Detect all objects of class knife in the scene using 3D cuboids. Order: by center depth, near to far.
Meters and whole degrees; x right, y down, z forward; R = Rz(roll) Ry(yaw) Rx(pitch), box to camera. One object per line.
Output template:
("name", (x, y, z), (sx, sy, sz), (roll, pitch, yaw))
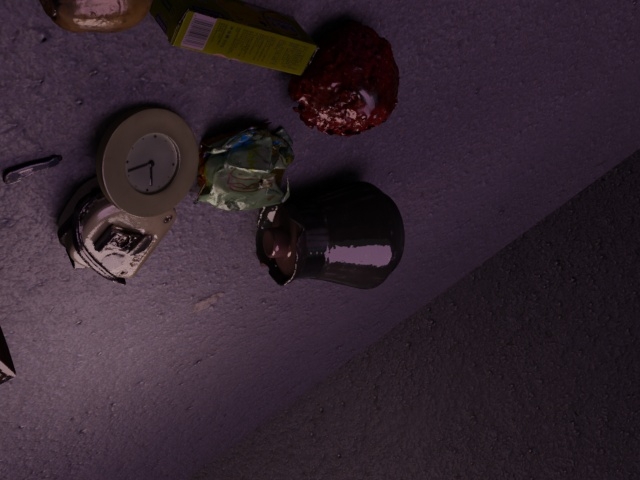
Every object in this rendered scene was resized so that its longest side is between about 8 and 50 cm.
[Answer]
("knife", (-0.572, -0.143, 1.376), (0.121, 0.018, 0.031), (-22, 140, -22))

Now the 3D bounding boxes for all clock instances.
("clock", (-0.357, -0.163, 1.447), (0.235, 0.029, 0.235), (-23, 123, -40))

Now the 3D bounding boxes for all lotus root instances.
("lotus root", (-0.345, -0.409, 1.137), (0.221, 0.118, 0.125), (-18, 162, -22))

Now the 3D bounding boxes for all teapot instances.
("teapot", (0.000, 0.000, 1.926), (0.362, 0.305, 0.376), (-3, 167, -30))

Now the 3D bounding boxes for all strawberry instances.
("strawberry", (0.070, -0.338, 1.541), (0.274, 0.220, 0.274), (-23, 143, -19))

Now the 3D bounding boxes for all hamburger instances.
("hamburger", (-0.159, -0.152, 1.641), (0.276, 0.150, 0.260), (-5, 140, -42))

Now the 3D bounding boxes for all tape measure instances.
("tape measure", (-0.476, -0.012, 1.547), (0.231, 0.133, 0.271), (8, 131, -50))

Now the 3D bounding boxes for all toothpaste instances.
("toothpaste", (-0.159, -0.404, 1.328), (0.327, 0.110, 0.077), (0, 133, -45))

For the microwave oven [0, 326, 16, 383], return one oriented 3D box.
("microwave oven", (-0.831, 0.259, 1.523), (0.247, 0.178, 0.188), (-28, 149, -12))
